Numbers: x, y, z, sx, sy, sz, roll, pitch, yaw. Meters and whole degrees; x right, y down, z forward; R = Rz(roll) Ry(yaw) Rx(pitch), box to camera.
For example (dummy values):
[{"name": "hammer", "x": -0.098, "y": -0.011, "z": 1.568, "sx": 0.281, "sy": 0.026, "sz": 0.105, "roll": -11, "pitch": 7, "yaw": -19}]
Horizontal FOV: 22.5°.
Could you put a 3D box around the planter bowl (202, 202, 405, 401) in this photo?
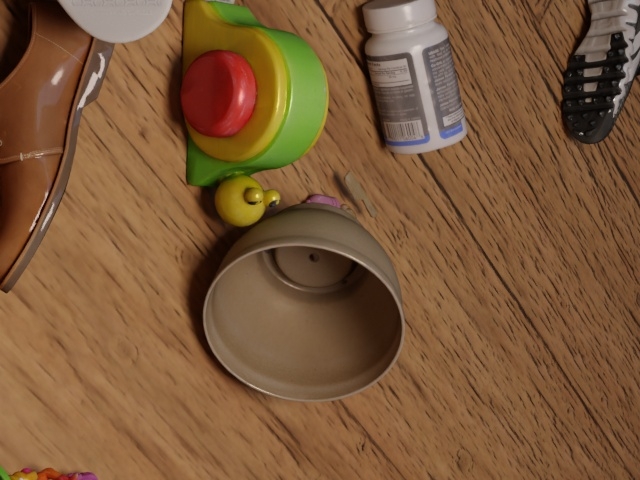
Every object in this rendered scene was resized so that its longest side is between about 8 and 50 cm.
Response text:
[{"name": "planter bowl", "x": -0.009, "y": 0.036, "z": 1.316, "sx": 0.109, "sy": 0.162, "sz": 0.162, "roll": -81, "pitch": 149, "yaw": -53}]

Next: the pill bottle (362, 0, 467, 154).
[{"name": "pill bottle", "x": 0.084, "y": -0.154, "z": 1.468, "sx": 0.078, "sy": 0.078, "sz": 0.137, "roll": -32, "pitch": 115, "yaw": -46}]

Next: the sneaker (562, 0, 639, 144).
[{"name": "sneaker", "x": 0.330, "y": -0.206, "z": 1.766, "sx": 0.106, "sy": 0.078, "sz": 0.234, "roll": 28, "pitch": 67, "yaw": -45}]

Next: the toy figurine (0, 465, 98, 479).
[{"name": "toy figurine", "x": -0.182, "y": 0.217, "z": 1.154, "sx": 0.159, "sy": 0.130, "sz": 0.173, "roll": -13, "pitch": 76, "yaw": -63}]

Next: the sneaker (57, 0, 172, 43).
[{"name": "sneaker", "x": -0.192, "y": -0.275, "z": 1.109, "sx": 0.295, "sy": 0.105, "sz": 0.147, "roll": 62, "pitch": 2, "yaw": -11}]

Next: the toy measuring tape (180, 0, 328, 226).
[{"name": "toy measuring tape", "x": -0.049, "y": -0.176, "z": 1.278, "sx": 0.121, "sy": 0.121, "sz": 0.330, "roll": 3, "pitch": 88, "yaw": -51}]

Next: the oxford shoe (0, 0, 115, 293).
[{"name": "oxford shoe", "x": -0.209, "y": -0.068, "z": 1.137, "sx": 0.076, "sy": 0.076, "sz": 0.212, "roll": 18, "pitch": 78, "yaw": -19}]

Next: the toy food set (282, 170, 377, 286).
[{"name": "toy food set", "x": 0.000, "y": 0.000, "z": 1.418, "sx": 0.122, "sy": 0.019, "sz": 0.078, "roll": -53, "pitch": 129, "yaw": -25}]
